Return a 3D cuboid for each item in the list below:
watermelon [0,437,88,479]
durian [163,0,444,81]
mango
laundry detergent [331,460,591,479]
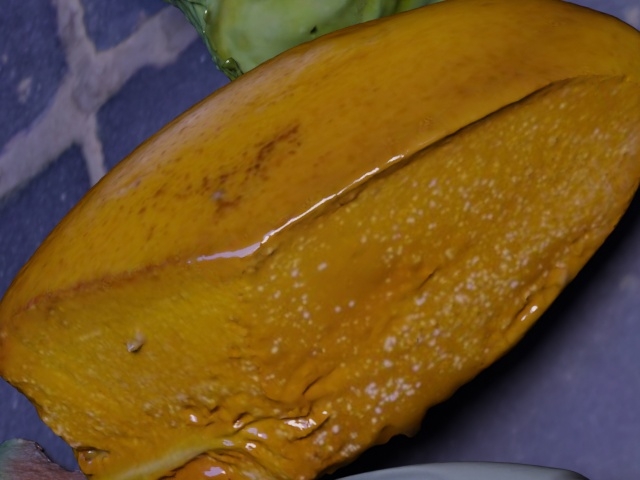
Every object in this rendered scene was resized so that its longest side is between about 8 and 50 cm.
[{"bbox_3d":[-0.156,0.170,1.069,0.155,0.080,0.101,37,137,41],"label":"watermelon"},{"bbox_3d":[-0.025,-0.209,0.968,0.339,0.204,0.256,42,117,44],"label":"durian"},{"bbox_3d":[0.000,0.000,0.878,0.350,0.201,0.199,-37,63,18],"label":"mango"},{"bbox_3d":[-0.020,0.227,0.869,0.398,0.124,0.264,-2,76,45],"label":"laundry detergent"}]
